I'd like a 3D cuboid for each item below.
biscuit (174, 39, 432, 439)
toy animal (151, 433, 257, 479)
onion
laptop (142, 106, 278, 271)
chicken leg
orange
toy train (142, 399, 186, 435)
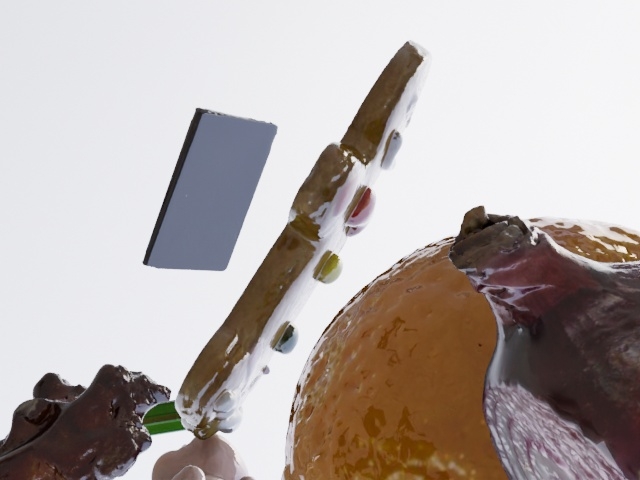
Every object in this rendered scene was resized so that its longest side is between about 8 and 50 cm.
[{"bbox_3d":[0.001,0.001,1.302,0.064,0.283,0.432,32,-101,5],"label":"biscuit"},{"bbox_3d":[-0.127,0.247,1.412,0.124,0.124,0.212,-39,-160,1],"label":"toy animal"},{"bbox_3d":[0.145,0.064,0.626,0.139,0.218,0.195,-35,-179,-3],"label":"onion"},{"bbox_3d":[-0.128,-0.056,1.601,0.016,0.135,0.197,33,-73,38],"label":"laptop"},{"bbox_3d":[-0.165,0.125,0.651,0.219,0.048,0.089,-33,-145,4],"label":"chicken leg"},{"bbox_3d":[0.148,0.140,0.871,0.341,0.340,0.293,-96,-155,-46],"label":"orange"},{"bbox_3d":[-0.220,0.243,1.867,0.209,0.042,0.044,-9,-96,-3],"label":"toy train"}]
